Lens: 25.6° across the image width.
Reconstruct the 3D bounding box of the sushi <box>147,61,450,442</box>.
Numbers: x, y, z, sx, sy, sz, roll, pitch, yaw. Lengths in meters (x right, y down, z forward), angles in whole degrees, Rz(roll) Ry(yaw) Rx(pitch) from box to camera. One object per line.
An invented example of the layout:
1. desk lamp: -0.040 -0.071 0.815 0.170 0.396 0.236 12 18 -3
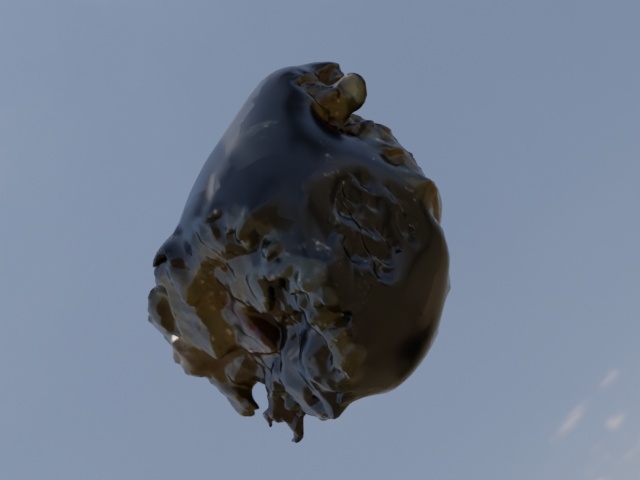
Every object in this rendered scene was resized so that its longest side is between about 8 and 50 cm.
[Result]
1. sushi: -0.004 0.002 0.953 0.204 0.213 0.200 -39 -1 -38
